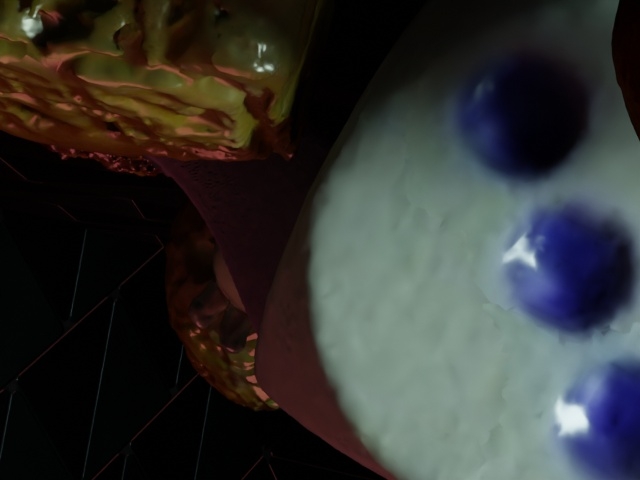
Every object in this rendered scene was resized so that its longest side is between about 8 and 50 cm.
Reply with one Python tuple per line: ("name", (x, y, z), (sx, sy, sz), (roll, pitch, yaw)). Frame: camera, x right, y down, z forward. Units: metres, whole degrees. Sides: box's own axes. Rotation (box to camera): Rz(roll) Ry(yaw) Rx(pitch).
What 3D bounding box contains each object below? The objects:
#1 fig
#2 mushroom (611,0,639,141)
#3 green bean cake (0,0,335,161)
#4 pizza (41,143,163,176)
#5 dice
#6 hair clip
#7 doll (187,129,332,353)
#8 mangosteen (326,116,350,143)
("fig", (0.022, 0.055, 1.343), (0.368, 0.286, 0.286), (13, 178, 37))
("mushroom", (0.229, -0.069, 0.433), (0.253, 0.153, 0.253), (11, 172, 1))
("green bean cake", (-0.109, -0.117, 0.636), (0.224, 0.131, 0.230), (10, 174, 4))
("pizza", (-0.176, -0.102, 1.196), (0.289, 0.081, 0.228), (9, 175, -15))
("dice", (0.130, 0.019, 0.695), (0.251, 0.259, 0.243), (26, 178, 9))
("hair clip", (-0.041, -0.026, 0.872), (0.359, 0.110, 0.096), (49, 157, 20))
("doll", (0.000, -0.009, 1.191), (0.155, 0.275, 0.113), (47, -167, -35))
("mangosteen", (0.101, 0.009, 0.988), (0.288, 0.288, 0.288), (9, 175, 1))
